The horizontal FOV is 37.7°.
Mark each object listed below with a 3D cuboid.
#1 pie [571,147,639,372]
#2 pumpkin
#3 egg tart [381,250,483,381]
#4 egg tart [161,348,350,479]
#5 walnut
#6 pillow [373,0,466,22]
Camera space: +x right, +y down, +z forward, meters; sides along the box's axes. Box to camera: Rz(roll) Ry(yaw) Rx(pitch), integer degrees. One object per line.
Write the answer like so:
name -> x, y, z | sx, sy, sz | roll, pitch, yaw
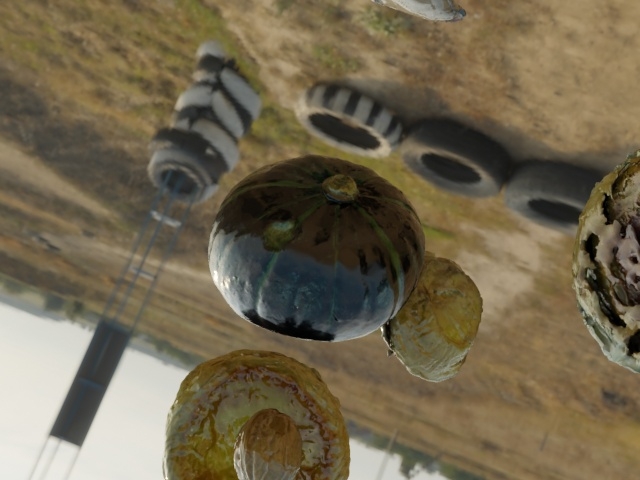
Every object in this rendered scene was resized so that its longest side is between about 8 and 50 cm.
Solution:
pie -> 0.363, 0.020, 0.982 | 0.086, 0.308, 0.308 | -2, -179, -23
pumpkin -> 0.000, 0.000, 1.357 | 0.315, 0.315, 0.238 | 20, 131, 12
egg tart -> 0.209, 0.128, 1.651 | 0.098, 0.252, 0.231 | -22, 99, 47
egg tart -> -0.105, 0.331, 1.508 | 0.319, 0.318, 0.128 | 23, 170, -1
walnut -> -0.074, 0.301, 1.348 | 0.105, 0.124, 0.105 | 12, 150, 7
pillow -> 0.099, -0.408, 1.365 | 0.173, 0.067, 0.270 | 21, 172, 29
